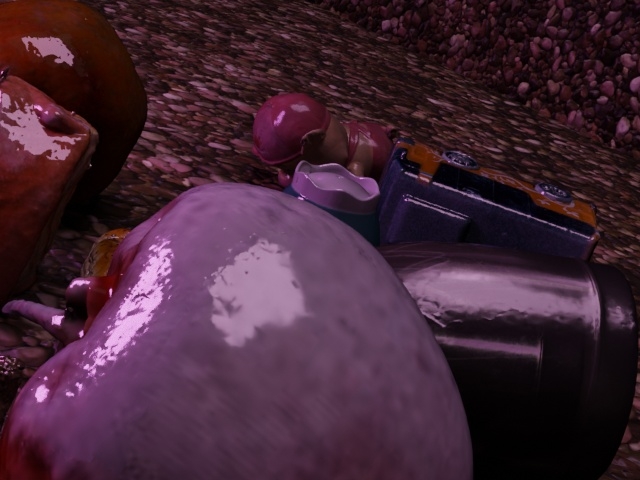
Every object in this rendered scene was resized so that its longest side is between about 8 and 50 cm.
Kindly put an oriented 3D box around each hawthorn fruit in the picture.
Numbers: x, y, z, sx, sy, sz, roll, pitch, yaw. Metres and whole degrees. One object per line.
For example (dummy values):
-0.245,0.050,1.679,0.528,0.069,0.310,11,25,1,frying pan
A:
-0.362,-0.161,1.360,0.267,0.268,0.301,15,22,-6,hawthorn fruit

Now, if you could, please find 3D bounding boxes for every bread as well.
-0.323,-0.052,1.135,0.123,0.244,0.190,27,26,-6,bread

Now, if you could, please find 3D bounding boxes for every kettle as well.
0.113,0.110,1.120,0.324,0.228,0.321,11,-6,-6,kettle

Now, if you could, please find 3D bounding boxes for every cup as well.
0.000,0.000,1.333,0.299,0.173,0.167,24,19,19,cup

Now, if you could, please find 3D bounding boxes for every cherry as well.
-0.049,0.124,0.759,0.335,0.326,0.291,11,-22,-23,cherry

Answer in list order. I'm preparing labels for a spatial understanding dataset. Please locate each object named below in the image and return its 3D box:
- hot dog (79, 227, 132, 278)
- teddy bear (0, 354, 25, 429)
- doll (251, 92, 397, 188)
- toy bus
-0.190,0.052,1.180,0.144,0.075,0.268,11,18,-10,hot dog
-0.282,0.164,0.813,0.119,0.078,0.160,1,41,7,teddy bear
-0.002,-0.146,1.764,0.256,0.152,0.196,22,-19,-35,doll
0.235,-0.018,1.602,0.323,0.162,0.194,20,22,1,toy bus
